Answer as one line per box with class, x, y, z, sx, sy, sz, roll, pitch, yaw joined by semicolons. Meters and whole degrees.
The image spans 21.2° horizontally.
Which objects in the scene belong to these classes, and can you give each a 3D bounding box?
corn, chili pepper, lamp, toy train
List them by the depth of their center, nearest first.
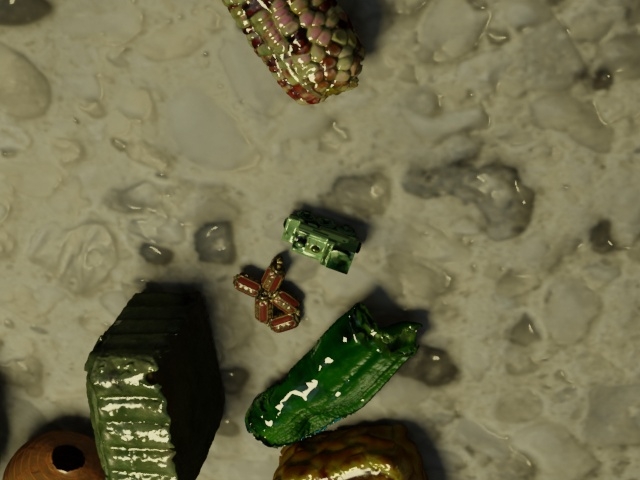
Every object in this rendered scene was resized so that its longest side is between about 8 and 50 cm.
corn;-0.057;-0.248;1.604;0.092;0.092;0.280;-30;103;25
toy train;0.000;0.000;1.738;0.083;0.053;0.033;19;121;1
lamp;-0.048;0.060;1.797;0.063;0.031;0.083;-19;115;23
chili pepper;0.014;0.142;1.808;0.098;0.061;0.224;35;117;-23
lamp;-0.287;0.277;1.907;0.136;0.136;0.136;5;119;10

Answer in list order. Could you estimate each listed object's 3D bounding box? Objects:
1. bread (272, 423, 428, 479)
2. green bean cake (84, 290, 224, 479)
bread;0.038;0.312;1.876;0.181;0.096;0.222;-9;115;14
green bean cake;-0.175;0.161;1.796;0.094;0.173;0.181;1;119;14
